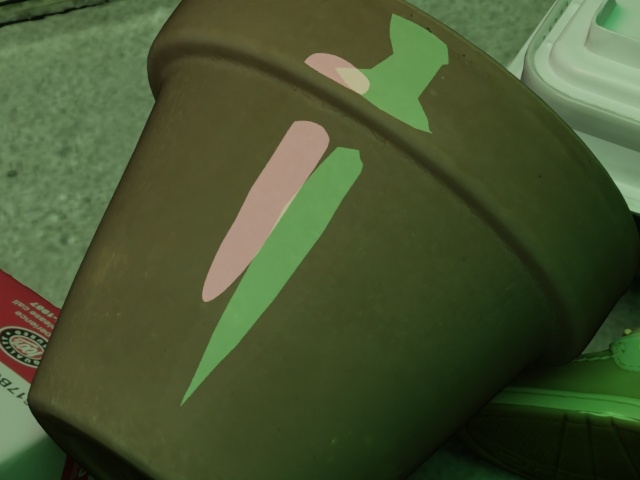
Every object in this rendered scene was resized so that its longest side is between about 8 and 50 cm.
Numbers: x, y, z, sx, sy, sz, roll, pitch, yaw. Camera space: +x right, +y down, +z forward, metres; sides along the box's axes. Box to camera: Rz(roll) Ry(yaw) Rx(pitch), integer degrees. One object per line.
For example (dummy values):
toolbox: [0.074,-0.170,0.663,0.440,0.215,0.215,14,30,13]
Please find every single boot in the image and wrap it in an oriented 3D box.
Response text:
boot: [0.205,0.030,1.071,0.262,0.095,0.203,-1,59,13]

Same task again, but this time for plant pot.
plant pot: [-0.018,0.029,0.949,0.263,0.263,0.229,32,73,19]

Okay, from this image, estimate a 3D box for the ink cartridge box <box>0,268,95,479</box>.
ink cartridge box: [-0.268,0.104,0.975,0.226,0.131,0.306,33,30,18]

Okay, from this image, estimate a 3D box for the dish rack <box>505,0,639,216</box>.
dish rack: [0.267,-0.115,1.076,0.285,0.072,0.333,20,41,16]
